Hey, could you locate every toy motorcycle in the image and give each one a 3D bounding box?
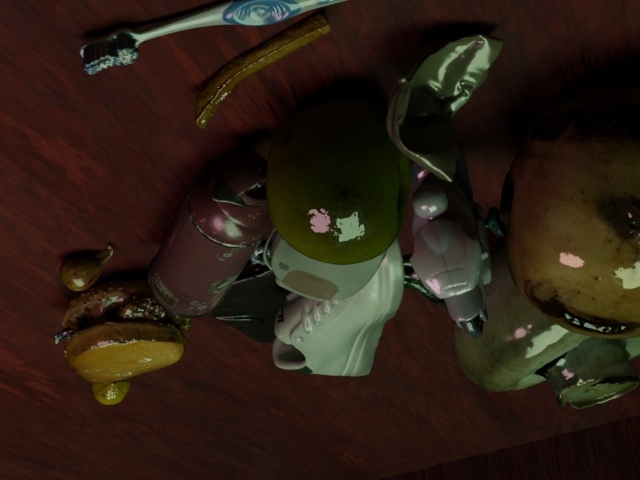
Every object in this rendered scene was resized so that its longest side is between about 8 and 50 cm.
[{"bbox_3d":[0.155,-0.016,1.764,0.110,0.260,0.171,-16,145,14],"label":"toy motorcycle"}]

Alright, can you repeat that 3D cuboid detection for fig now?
[{"bbox_3d":[-0.309,0.034,1.934,0.083,0.050,0.050,-34,156,5],"label":"fig"}]

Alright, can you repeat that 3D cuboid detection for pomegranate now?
[{"bbox_3d":[0.356,-0.034,1.751,0.322,0.322,0.322,-10,159,-4],"label":"pomegranate"}]

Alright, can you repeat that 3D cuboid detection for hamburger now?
[{"bbox_3d":[-0.276,0.121,2.061,0.181,0.118,0.191,-5,162,-24],"label":"hamburger"}]

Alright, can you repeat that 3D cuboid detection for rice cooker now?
[{"bbox_3d":[0.012,-0.008,1.851,0.145,0.127,0.206,22,149,-11],"label":"rice cooker"}]

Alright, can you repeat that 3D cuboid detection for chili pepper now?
[{"bbox_3d":[0.175,0.073,2.251,0.279,0.065,0.122,14,161,-43],"label":"chili pepper"}]

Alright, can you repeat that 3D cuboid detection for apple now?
[{"bbox_3d":[0.021,-0.068,1.650,0.157,0.196,0.196,-4,160,12],"label":"apple"}]

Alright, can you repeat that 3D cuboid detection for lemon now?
[{"bbox_3d":[-0.346,0.238,2.392,0.065,0.065,0.092,-7,167,-11],"label":"lemon"}]

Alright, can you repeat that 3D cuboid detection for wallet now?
[{"bbox_3d":[-0.076,0.098,2.212,0.165,0.042,0.309,-20,157,16],"label":"wallet"}]

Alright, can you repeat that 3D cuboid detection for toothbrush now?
[{"bbox_3d":[-0.050,-0.231,1.418,0.386,0.040,0.040,-16,159,1],"label":"toothbrush"}]

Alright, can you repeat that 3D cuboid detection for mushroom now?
[{"bbox_3d":[0.361,0.117,2.168,0.352,0.260,0.352,-16,160,-6],"label":"mushroom"}]

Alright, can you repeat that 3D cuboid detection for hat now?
[{"bbox_3d":[0.117,-0.151,1.616,0.144,0.166,0.173,26,170,-21],"label":"hat"}]

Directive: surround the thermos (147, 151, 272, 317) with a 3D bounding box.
[{"bbox_3d":[-0.116,-0.013,1.813,0.136,0.110,0.330,0,156,-20],"label":"thermos"}]

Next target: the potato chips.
[{"bbox_3d":[-0.065,-0.183,1.523,0.204,0.037,0.026,-32,161,31],"label":"potato chips"}]

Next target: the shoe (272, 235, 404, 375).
[{"bbox_3d":[0.015,0.084,2.074,0.160,0.132,0.363,-3,147,-12],"label":"shoe"}]

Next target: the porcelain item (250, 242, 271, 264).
[{"bbox_3d":[-0.067,0.019,2.037,0.083,0.028,0.036,9,134,-39],"label":"porcelain item"}]
